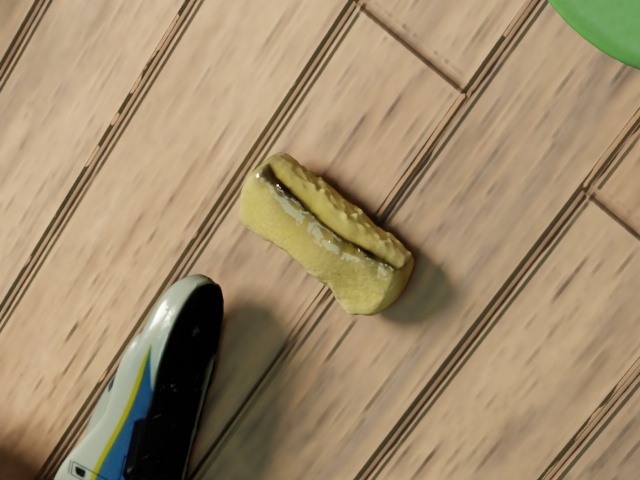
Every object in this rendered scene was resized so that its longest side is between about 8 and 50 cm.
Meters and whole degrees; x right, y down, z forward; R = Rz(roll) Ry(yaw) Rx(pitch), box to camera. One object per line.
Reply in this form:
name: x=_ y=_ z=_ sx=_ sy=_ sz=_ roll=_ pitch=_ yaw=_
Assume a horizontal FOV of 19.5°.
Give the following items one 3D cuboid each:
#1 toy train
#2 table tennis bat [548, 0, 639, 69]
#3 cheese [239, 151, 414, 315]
toy train: x=-0.094 y=0.116 z=0.861 sx=0.051 sy=0.052 sz=0.234 roll=24 pitch=112 yaw=24
table tennis bat: x=0.154 y=-0.180 z=0.673 sx=0.160 sy=0.039 sz=0.257 roll=23 pitch=117 yaw=20
cheese: x=0.000 y=0.000 z=0.797 sx=0.083 sy=0.030 sz=0.044 roll=39 pitch=138 yaw=7
